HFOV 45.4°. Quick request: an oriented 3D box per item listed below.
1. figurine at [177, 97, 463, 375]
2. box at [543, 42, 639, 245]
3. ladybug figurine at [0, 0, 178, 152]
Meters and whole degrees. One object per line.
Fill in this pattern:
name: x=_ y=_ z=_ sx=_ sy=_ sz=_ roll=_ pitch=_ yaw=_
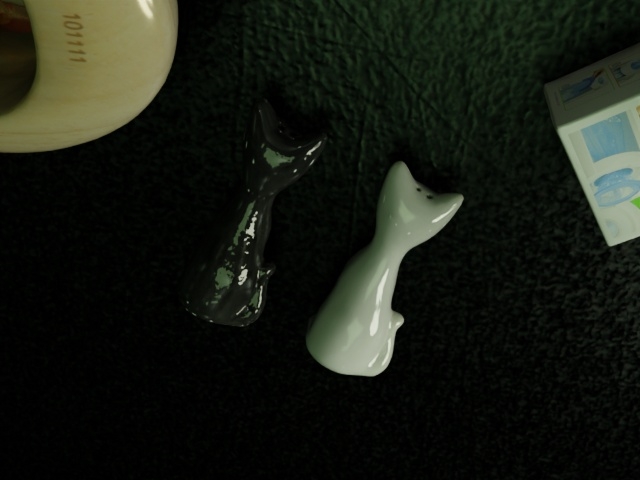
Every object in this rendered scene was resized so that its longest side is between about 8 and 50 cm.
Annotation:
figurine: x=0.000 y=0.000 z=0.702 sx=0.215 sy=0.092 sz=0.209 roll=22 pitch=117 yaw=-4
box: x=0.290 y=-0.097 z=0.575 sx=0.203 sy=0.103 sz=0.114 roll=-23 pitch=113 yaw=22
ladybug figurine: x=-0.314 y=-0.217 z=0.564 sx=0.449 sy=0.162 sz=0.305 roll=12 pitch=139 yaw=1
